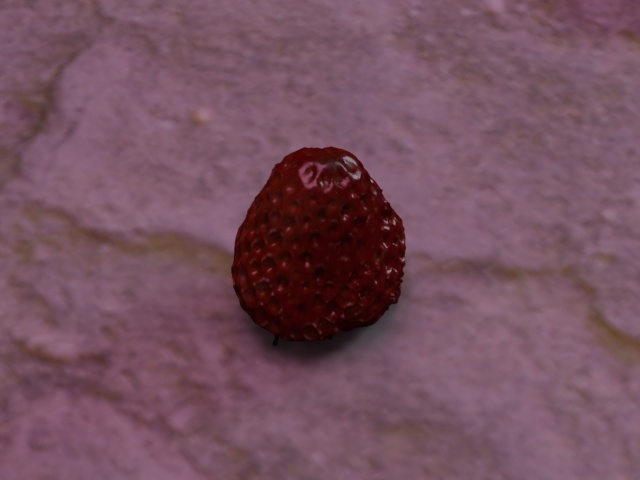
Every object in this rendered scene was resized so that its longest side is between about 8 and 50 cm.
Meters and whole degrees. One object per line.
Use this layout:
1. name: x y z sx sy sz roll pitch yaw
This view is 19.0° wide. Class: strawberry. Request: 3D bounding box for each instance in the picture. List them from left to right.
1. strawberry: 0.000 0.000 0.737 0.073 0.083 0.073 2 60 -3
